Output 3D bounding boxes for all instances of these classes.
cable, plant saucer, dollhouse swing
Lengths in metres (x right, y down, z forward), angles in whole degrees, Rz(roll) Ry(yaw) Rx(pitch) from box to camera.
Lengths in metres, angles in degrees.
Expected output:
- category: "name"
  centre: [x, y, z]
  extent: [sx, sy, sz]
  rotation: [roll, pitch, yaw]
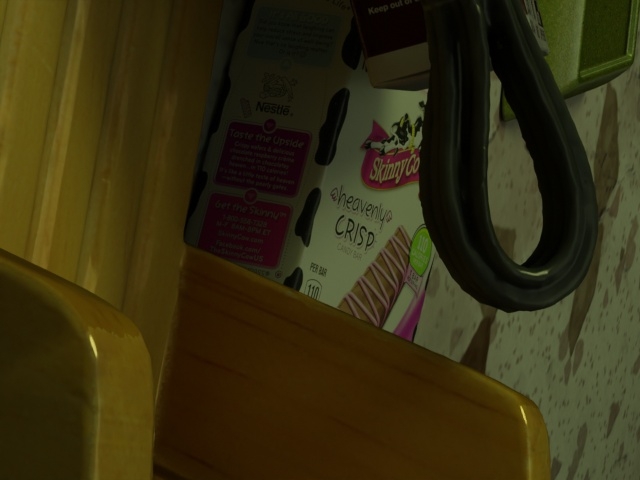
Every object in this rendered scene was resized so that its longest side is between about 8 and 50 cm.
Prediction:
- category: "cable"
  centre: [0.039, -0.117, 0.651]
  extent: [0.139, 0.072, 0.287]
  rotation: [-35, 106, -27]
- category: "plant saucer"
  centre: [0.191, -0.186, 1.210]
  extent: [0.188, 0.045, 0.188]
  rotation: [-24, 120, -60]
- category: "dollhouse swing"
  centre: [-0.038, -0.025, 0.564]
  extent: [0.347, 0.315, 0.305]
  rotation: [23, 90, -63]

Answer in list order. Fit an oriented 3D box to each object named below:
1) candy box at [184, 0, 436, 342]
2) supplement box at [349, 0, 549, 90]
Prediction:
- category: "candy box"
  centre: [0.000, 0.000, 0.864]
  extent: [0.159, 0.071, 0.233]
  rotation: [27, 75, -63]
- category: "supplement box"
  centre: [0.034, -0.189, 0.733]
  extent: [0.130, 0.073, 0.239]
  rotation: [-25, 100, -79]
